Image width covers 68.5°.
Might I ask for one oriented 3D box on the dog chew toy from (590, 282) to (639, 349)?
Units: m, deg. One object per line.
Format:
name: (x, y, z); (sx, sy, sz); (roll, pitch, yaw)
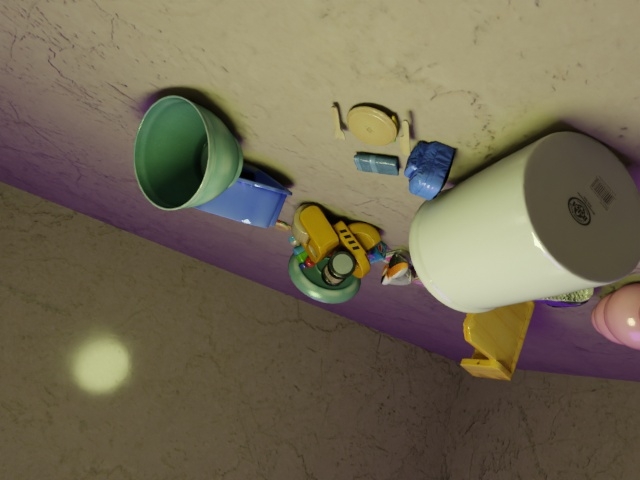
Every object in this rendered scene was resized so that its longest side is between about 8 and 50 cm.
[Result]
dog chew toy: (1.003, 0.251, 1.535); (0.206, 0.207, 0.332); (15, 171, 8)

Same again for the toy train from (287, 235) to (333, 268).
toy train: (0.000, 0.000, 1.874); (0.143, 0.248, 0.105); (61, 161, -2)

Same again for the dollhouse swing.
dollhouse swing: (0.629, 0.316, 1.845); (0.304, 0.347, 0.315); (31, 160, -12)

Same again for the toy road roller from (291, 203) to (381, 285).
toy road roller: (0.067, -0.007, 1.721); (0.330, 0.240, 0.202); (54, 164, 8)

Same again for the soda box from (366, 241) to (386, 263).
soda box: (0.158, 0.058, 1.872); (0.210, 0.071, 0.067); (-19, 142, 40)

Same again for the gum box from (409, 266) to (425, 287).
gum box: (0.447, 0.145, 1.945); (0.107, 0.062, 0.188); (21, 162, -11)

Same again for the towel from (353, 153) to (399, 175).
towel: (0.150, -0.203, 1.242); (0.119, 0.029, 0.067); (12, 162, 20)

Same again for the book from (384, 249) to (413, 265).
book: (0.318, 0.075, 1.914); (0.096, 0.035, 0.144); (27, 159, -23)

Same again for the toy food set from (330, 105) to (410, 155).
toy food set: (0.120, -0.266, 1.085); (0.192, 0.039, 0.132); (17, 156, 19)

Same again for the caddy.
caddy: (-0.264, -0.164, 1.525); (0.341, 0.179, 0.241); (16, -175, 3)

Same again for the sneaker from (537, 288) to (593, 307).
sneaker: (0.797, 0.188, 1.674); (0.293, 0.102, 0.146); (8, 161, 27)

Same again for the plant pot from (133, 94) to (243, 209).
plant pot: (-0.339, -0.228, 1.293); (0.293, 0.293, 0.196); (6, -175, 33)

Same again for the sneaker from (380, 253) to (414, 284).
sneaker: (0.328, 0.125, 1.884); (0.120, 0.099, 0.262); (12, 165, -2)

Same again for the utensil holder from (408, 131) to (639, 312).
utensil holder: (0.432, -0.019, 1.045); (0.327, 0.328, 0.385); (22, 161, -13)

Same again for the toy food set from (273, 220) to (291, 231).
toy food set: (-0.169, -0.062, 1.985); (0.083, 0.020, 0.082); (1, 156, 43)

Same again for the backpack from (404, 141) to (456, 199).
backpack: (0.251, -0.162, 1.118); (0.101, 0.120, 0.098); (17, 163, 1)

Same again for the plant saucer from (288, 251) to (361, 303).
plant saucer: (0.024, 0.120, 1.949); (0.317, 0.318, 0.044); (19, 133, -3)
